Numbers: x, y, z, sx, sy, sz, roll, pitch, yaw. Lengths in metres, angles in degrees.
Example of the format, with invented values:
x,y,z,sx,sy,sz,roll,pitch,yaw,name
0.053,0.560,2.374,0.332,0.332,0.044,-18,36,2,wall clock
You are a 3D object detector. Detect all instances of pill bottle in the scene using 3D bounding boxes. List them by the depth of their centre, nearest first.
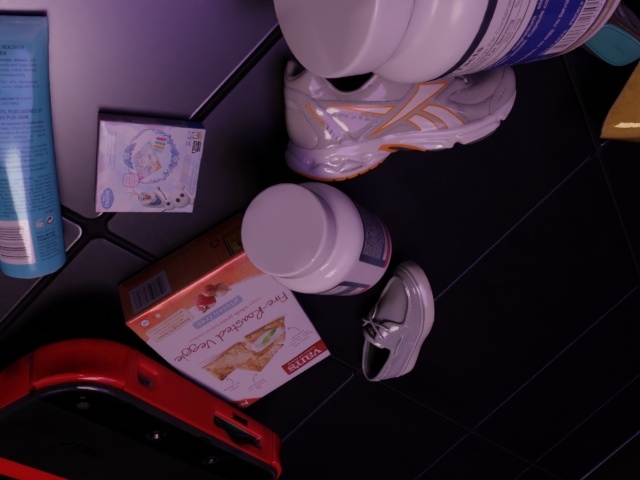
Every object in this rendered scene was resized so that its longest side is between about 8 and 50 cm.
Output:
x,y,z,sx,sy,sz,roll,pitch,yaw,name
0.104,-0.207,0.405,0.264,0.153,0.153,-19,133,-30,pill bottle
0.000,0.000,0.521,0.108,0.108,0.180,-47,160,9,pill bottle

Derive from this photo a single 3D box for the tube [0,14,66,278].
x,y,z,sx,sy,sz,roll,pitch,yaw,name
-0.245,-0.068,0.411,0.080,0.052,0.207,-12,124,-29,tube

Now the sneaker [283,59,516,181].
x,y,z,sx,sy,sz,roll,pitch,yaw,name
0.085,-0.151,0.508,0.262,0.099,0.121,-22,128,-16,sneaker

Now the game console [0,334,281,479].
x,y,z,sx,sy,sz,roll,pitch,yaw,name
-0.266,0.274,0.626,0.342,0.060,0.386,-29,133,13,game console

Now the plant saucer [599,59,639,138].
x,y,z,sx,sy,sz,roll,pitch,yaw,name
0.542,-0.260,0.662,0.332,0.081,0.333,-6,127,-40,plant saucer

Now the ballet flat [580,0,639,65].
x,y,z,sx,sy,sz,roll,pitch,yaw,name
0.290,-0.254,0.569,0.203,0.074,0.074,9,120,-36,ballet flat

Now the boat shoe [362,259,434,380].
x,y,z,sx,sy,sz,roll,pitch,yaw,name
0.101,0.129,0.747,0.081,0.079,0.228,-18,135,-23,boat shoe

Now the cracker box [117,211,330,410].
x,y,z,sx,sy,sz,roll,pitch,yaw,name
-0.100,0.098,0.612,0.155,0.067,0.232,-32,135,-4,cracker box

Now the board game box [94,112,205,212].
x,y,z,sx,sy,sz,roll,pitch,yaw,name
-0.158,-0.068,0.479,0.090,0.020,0.090,-2,125,-30,board game box
